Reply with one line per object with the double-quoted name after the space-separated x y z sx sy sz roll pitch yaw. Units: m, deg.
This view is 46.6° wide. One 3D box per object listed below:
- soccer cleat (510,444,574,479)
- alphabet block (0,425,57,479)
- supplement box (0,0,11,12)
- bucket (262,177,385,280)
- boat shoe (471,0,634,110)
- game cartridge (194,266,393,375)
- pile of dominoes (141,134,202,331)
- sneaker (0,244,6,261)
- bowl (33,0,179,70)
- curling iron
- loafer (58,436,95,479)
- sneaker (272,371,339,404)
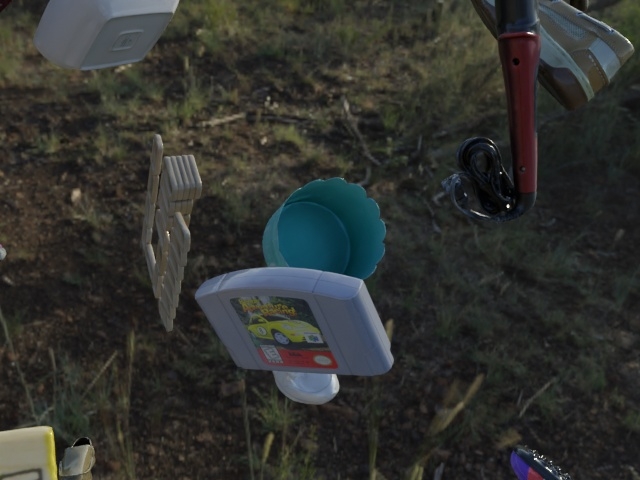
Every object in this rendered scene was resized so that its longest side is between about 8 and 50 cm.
0.399 0.462 1.171 0.318 0.116 0.108 46 6 1 "soccer cleat"
-0.402 0.322 0.813 0.197 0.192 0.193 -1 70 -30 "alphabet block"
-0.393 -0.331 0.855 0.239 0.073 0.130 -42 56 8 "supplement box"
0.000 0.000 1.788 0.281 0.281 0.183 -10 -7 -21 "bucket"
0.179 -0.177 0.590 0.072 0.068 0.190 -38 48 14 "boat shoe"
-0.049 0.127 1.166 0.294 0.196 0.060 -3 36 29 "game cartridge"
-0.202 -0.004 1.027 0.040 0.251 0.195 -6 54 -23 "pile of dominoes"
-0.421 0.010 0.857 0.119 0.047 0.057 18 75 11 "sneaker"
-0.222 -0.236 0.803 0.142 0.142 0.053 -26 80 -48 "bowl"
0.124 -0.132 0.510 0.068 0.273 0.035 -5 27 -6 "curling iron"
-0.405 0.367 1.229 0.056 0.050 0.148 -7 5 -13 "loafer"
-0.083 0.227 1.580 0.114 0.152 0.305 -39 57 -15 "sneaker"
